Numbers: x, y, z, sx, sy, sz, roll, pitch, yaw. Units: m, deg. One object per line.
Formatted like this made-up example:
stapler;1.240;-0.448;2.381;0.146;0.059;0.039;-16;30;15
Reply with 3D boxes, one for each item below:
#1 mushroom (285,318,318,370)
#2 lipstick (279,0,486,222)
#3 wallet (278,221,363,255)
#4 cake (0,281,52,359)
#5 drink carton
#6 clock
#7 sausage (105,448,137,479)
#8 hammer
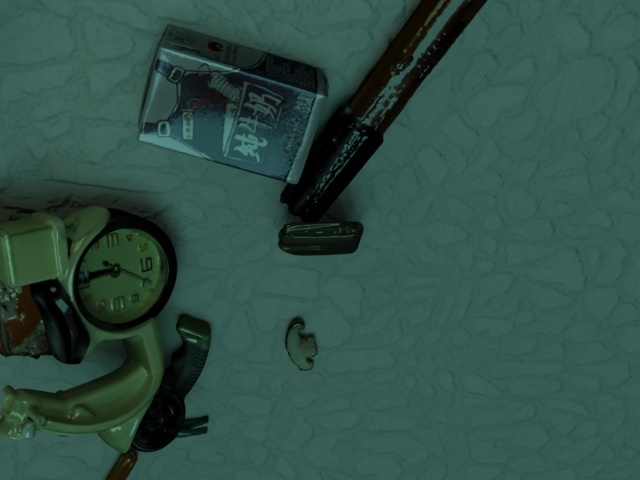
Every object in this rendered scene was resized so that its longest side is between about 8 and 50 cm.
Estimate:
mushroom;-0.031;0.166;1.380;0.049;0.019;0.101;-9;122;2
lipstick;0.084;-0.195;1.151;0.077;0.077;0.418;30;113;-19
wallet;0.000;0.000;1.224;0.118;0.153;0.039;-1;83;1
cake;-0.444;0.055;1.216;0.135;0.098;0.287;-42;122;-18
drink carton;-0.115;-0.177;1.134;0.222;0.102;0.134;15;120;-11
clock;-0.321;0.141;1.216;0.276;0.120;0.379;-12;108;-38
sausage;-0.337;0.389;1.478;0.031;0.031;0.107;24;114;-17
hammer;-0.228;0.222;1.384;0.158;0.041;0.226;20;116;-15
